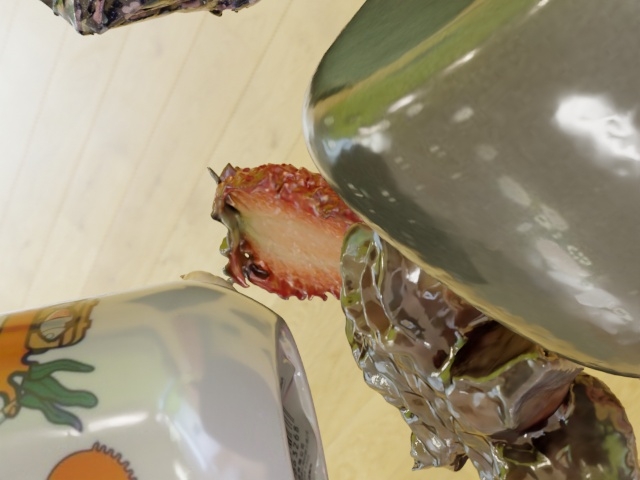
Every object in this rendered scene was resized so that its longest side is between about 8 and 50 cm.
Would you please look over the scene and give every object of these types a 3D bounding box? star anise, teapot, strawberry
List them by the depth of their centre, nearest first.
[{"bbox_3d":[0.142,-0.018,0.513,0.285,0.223,0.305,46,162,-15],"label":"teapot"},{"bbox_3d":[0.111,0.107,0.808,0.315,0.108,0.315,44,159,22],"label":"star anise"},{"bbox_3d":[0.001,-0.004,1.076,0.208,0.087,0.167,16,141,21],"label":"strawberry"}]

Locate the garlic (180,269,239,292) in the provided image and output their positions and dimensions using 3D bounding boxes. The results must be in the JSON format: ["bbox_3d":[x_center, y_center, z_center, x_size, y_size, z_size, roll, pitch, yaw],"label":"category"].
[{"bbox_3d":[-0.118,0.112,1.072,0.124,0.099,0.174,16,114,17],"label":"garlic"}]

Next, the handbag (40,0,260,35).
[{"bbox_3d":[-0.103,-0.256,0.846,0.127,0.208,0.228,36,132,36],"label":"handbag"}]

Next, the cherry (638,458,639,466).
[{"bbox_3d":[0.312,0.338,1.157,0.261,0.308,0.221,-164,56,-74],"label":"cherry"}]

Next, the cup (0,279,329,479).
[{"bbox_3d":[-0.159,0.142,0.611,0.317,0.212,0.212,-11,115,4],"label":"cup"}]
